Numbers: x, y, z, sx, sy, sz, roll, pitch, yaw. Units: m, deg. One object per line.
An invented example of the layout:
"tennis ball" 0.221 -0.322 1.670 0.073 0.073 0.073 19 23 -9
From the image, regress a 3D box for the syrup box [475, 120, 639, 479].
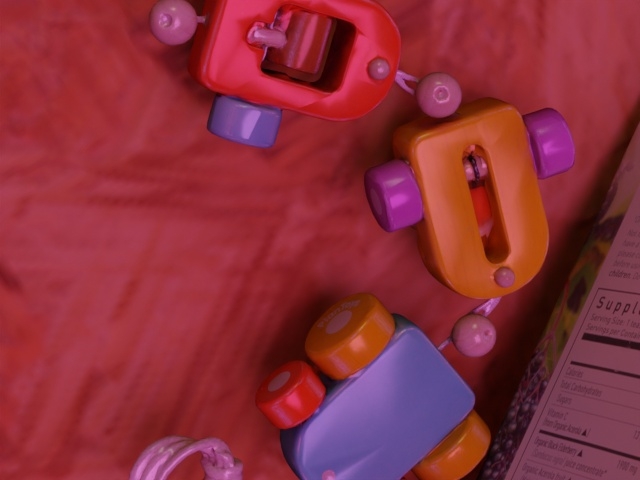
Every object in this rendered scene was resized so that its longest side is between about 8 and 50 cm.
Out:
"syrup box" 0.114 0.061 0.515 0.093 0.096 0.237 30 80 -25

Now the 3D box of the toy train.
"toy train" 0.000 0.000 0.515 0.125 0.046 0.166 8 101 -19
